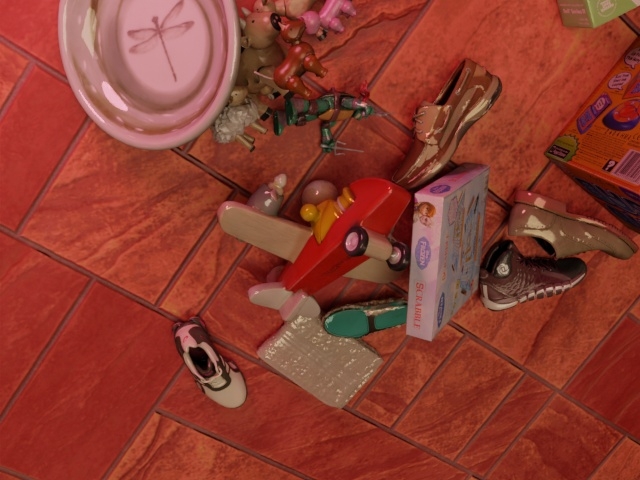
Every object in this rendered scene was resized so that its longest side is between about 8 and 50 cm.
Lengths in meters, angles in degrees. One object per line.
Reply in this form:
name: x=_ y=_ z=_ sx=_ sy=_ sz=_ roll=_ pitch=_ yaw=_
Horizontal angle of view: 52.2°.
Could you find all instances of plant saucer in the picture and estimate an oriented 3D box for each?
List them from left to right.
plant saucer: x=-0.301 y=-0.371 z=1.207 sx=0.400 sy=0.100 sz=0.401 roll=7 pitch=106 yaw=24

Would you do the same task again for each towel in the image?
towel: x=0.004 y=0.284 z=1.609 sx=0.282 sy=0.049 sz=0.187 roll=40 pitch=96 yaw=-22

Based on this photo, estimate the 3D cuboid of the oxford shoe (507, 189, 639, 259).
oxford shoe: x=0.608 y=-0.007 z=1.594 sx=0.348 sy=0.123 sz=0.130 roll=21 pitch=90 yaw=-9

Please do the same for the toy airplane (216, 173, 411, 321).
toy airplane: x=0.000 y=0.000 z=1.416 sx=0.384 sy=0.273 sz=0.386 roll=-9 pitch=149 yaw=1

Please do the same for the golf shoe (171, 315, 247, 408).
golf shoe: x=-0.258 y=0.308 z=1.518 sx=0.105 sy=0.120 sz=0.273 roll=-32 pitch=115 yaw=-2

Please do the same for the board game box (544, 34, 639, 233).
board game box: x=0.814 y=-0.196 z=1.452 sx=0.356 sy=0.356 sz=0.356 roll=34 pitch=100 yaw=-22

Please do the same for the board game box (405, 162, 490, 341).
board game box: x=0.287 y=0.013 z=1.453 sx=0.065 sy=0.318 sz=0.319 roll=12 pitch=112 yaw=28

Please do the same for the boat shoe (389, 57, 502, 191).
boat shoe: x=0.255 y=-0.258 z=1.437 sx=0.120 sy=0.122 sz=0.324 roll=38 pitch=90 yaw=-17

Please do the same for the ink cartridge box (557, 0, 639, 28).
ink cartridge box: x=0.579 y=-0.652 z=1.357 sx=0.207 sy=0.119 sz=0.354 roll=-28 pitch=114 yaw=-2

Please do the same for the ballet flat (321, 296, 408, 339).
ballet flat: x=0.109 y=0.184 z=1.574 sx=0.240 sy=0.077 sz=0.091 roll=-4 pitch=103 yaw=-17

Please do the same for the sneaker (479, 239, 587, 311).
sneaker: x=0.520 y=0.059 z=1.618 sx=0.281 sy=0.106 sz=0.163 roll=-20 pitch=110 yaw=-5

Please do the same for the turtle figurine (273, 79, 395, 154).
turtle figurine: x=0.026 y=-0.261 z=1.379 sx=0.234 sy=0.118 sz=0.175 roll=-4 pitch=153 yaw=-24

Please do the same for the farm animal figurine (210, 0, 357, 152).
farm animal figurine: x=-0.095 y=-0.376 z=1.252 sx=0.172 sy=0.330 sz=0.326 roll=35 pitch=130 yaw=-20

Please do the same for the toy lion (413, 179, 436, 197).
toy lion: x=0.267 y=-0.094 z=1.541 sx=0.100 sy=0.034 sz=0.096 roll=7 pitch=101 yaw=-16
